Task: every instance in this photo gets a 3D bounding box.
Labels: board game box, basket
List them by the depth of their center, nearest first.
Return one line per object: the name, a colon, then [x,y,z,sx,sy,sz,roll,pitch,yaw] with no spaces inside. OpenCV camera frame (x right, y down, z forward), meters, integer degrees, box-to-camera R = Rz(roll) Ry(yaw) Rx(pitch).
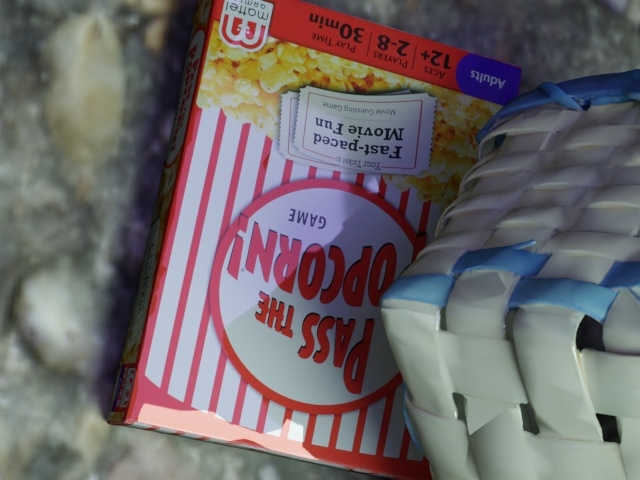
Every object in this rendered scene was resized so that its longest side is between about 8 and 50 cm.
basket: [0.166,0.039,0.630,0.289,0.201,0.255,-46,127,-45]
board game box: [0.000,0.000,0.673,0.146,0.045,0.193,13,80,-17]
